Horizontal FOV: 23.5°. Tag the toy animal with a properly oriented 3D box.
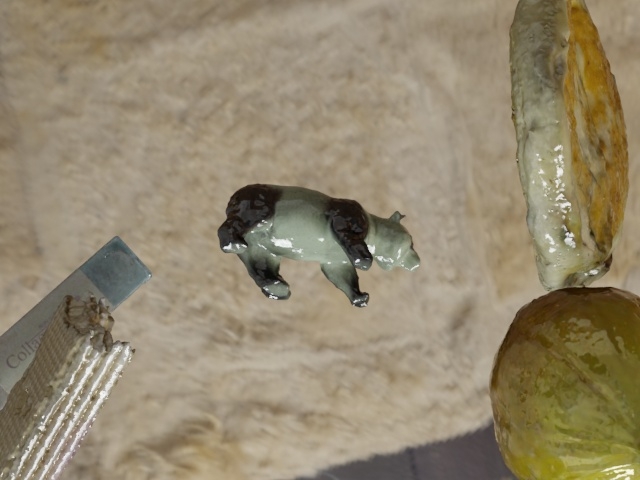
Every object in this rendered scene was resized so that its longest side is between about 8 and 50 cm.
[{"bbox_3d":[0.000,0.000,1.689,0.225,0.094,0.121,7,46,-2],"label":"toy animal"}]

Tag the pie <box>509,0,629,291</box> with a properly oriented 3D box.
[{"bbox_3d":[0.233,-0.103,1.464,0.077,0.339,0.339,-6,77,22],"label":"pie"}]

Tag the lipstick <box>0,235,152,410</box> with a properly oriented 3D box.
[{"bbox_3d":[-0.330,0.123,1.752,0.317,0.068,0.066,-43,94,-23],"label":"lipstick"}]

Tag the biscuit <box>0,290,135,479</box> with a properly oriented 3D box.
[{"bbox_3d":[-0.270,0.169,1.508,0.062,0.108,0.239,27,98,-29],"label":"biscuit"}]

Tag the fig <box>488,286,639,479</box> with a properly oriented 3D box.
[{"bbox_3d":[0.200,0.126,1.005,0.159,0.257,0.159,-3,108,-8],"label":"fig"}]
